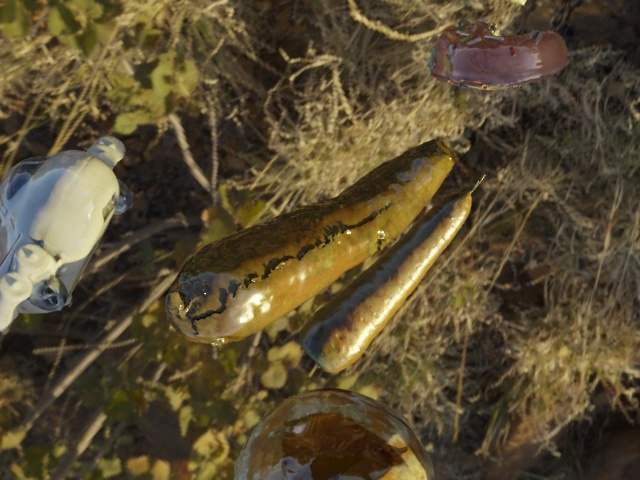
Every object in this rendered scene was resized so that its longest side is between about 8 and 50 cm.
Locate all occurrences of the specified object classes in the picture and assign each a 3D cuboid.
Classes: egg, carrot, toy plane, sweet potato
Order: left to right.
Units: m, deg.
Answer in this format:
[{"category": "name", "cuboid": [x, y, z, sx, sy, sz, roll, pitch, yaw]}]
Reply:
[{"category": "toy plane", "cuboid": [-0.271, -0.002, 0.905, 0.118, 0.252, 0.252, 33, 126, -11]}, {"category": "sweet potato", "cuboid": [0.000, 0.000, 0.695, 0.075, 0.273, 0.075, 38, 144, 35]}, {"category": "egg", "cuboid": [0.012, 0.234, 0.871, 0.195, 0.233, 0.195, -5, 117, -9]}, {"category": "carrot", "cuboid": [0.094, 0.035, 1.093, 0.078, 0.078, 0.298, 44, 90, -4]}]

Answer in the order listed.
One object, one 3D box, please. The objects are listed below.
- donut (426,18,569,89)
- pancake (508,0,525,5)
[{"category": "donut", "cuboid": [0.280, -0.311, 1.534, 0.233, 0.199, 0.085, 26, 128, 51]}, {"category": "pancake", "cuboid": [0.120, -0.334, 1.053, 0.197, 0.376, 0.054, 4, 116, -24]}]
